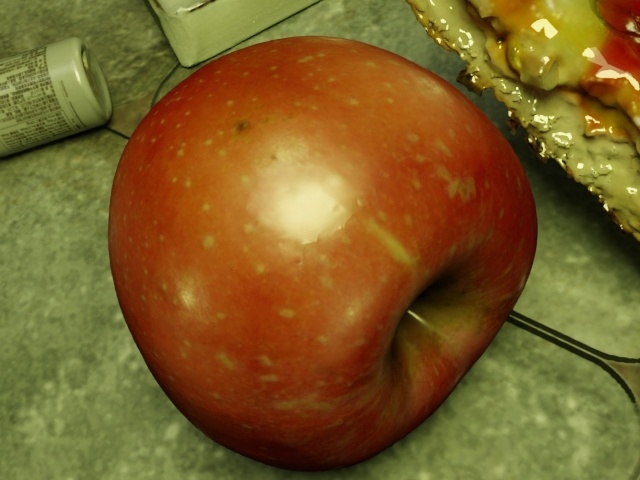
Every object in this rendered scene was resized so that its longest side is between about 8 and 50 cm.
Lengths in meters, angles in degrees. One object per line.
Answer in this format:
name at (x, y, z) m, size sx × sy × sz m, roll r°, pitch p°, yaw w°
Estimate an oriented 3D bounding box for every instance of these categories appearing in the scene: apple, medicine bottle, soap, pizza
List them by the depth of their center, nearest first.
pizza at (0.201, -0.127, 0.574) m, size 0.406 × 0.130 × 0.440 m, roll 18°, pitch 53°, yaw -26°
apple at (0.000, 0.000, 0.575) m, size 0.260 × 0.260 × 0.216 m, roll -41°, pitch 55°, yaw -13°
medicine bottle at (-0.257, -0.117, 0.809) m, size 0.140 × 0.079 × 0.079 m, roll -17°, pitch 57°, yaw 3°
soap at (-0.072, -0.249, 0.856) m, size 0.183 × 0.064 × 0.121 m, roll -28°, pitch 57°, yaw -5°
